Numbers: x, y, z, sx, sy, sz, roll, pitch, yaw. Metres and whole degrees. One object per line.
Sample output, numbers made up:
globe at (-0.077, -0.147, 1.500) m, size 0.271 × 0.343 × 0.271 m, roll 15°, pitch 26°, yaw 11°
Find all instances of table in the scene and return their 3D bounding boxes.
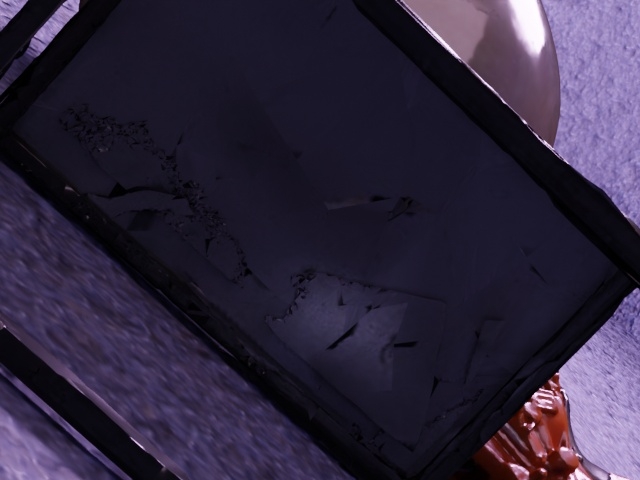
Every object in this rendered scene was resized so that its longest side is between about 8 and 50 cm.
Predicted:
table at (0.000, 0.000, 0.672) m, size 0.335 × 0.222 × 0.272 m, roll 42°, pitch 9°, yaw -8°

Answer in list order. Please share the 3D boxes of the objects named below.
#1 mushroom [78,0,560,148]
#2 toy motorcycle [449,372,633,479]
mushroom at (-0.009, -0.117, 1.034) m, size 0.362 × 0.294 × 0.362 m, roll 18°, pitch 53°, yaw -25°
toy motorcycle at (0.172, 0.169, 0.916) m, size 0.221 × 0.148 × 0.325 m, roll -15°, pitch 63°, yaw -52°
